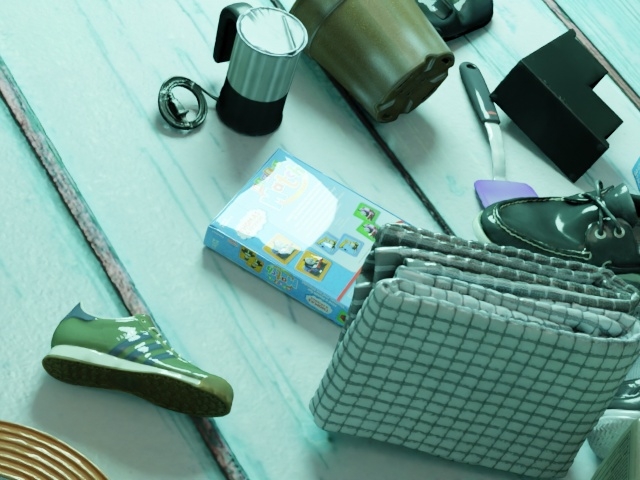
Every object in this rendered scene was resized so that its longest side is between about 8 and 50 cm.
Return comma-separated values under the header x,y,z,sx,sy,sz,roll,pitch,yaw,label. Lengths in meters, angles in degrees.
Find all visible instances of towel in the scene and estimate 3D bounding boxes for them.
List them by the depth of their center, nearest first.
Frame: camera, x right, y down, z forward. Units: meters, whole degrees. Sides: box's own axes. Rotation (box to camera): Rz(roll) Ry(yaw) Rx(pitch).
x,y,z,sx,sy,sz,roll,pitch,yaw,label
0.150,0.112,1.421,0.283,0.235,0.121,13,44,-9,towel

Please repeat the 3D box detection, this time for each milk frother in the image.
x,y,z,sx,sy,sz,roll,pitch,yaw,label
-0.105,-0.195,1.668,0.129,0.135,0.143,37,49,15,milk frother

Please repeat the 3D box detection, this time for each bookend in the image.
x,y,z,sx,sy,sz,roll,pitch,yaw,label
0.323,-0.176,1.834,0.156,0.072,0.157,46,41,8,bookend

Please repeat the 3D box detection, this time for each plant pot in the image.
x,y,z,sx,sy,sz,roll,pitch,yaw,label
0.068,-0.244,1.761,0.167,0.167,0.165,-28,72,-35,plant pot

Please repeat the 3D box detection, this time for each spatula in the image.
x,y,z,sx,sy,sz,roll,pitch,yaw,label
0.216,-0.124,1.782,0.084,0.030,0.296,3,49,-17,spatula

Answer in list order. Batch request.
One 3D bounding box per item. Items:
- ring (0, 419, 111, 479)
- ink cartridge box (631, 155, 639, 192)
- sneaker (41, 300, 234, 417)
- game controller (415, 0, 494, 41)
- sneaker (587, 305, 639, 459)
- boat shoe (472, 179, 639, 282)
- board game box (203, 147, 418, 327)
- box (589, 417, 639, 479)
x,y,z,sx,sy,sz,roll,pitch,yaw,label
-0.314,0.301,1.244,0.336,0.032,0.337,9,49,-10,ring
0.453,-0.107,1.742,0.061,0.181,0.104,3,49,-16,ink cartridge box
-0.174,0.111,1.427,0.192,0.064,0.086,14,53,-2,sneaker
0.094,-0.387,1.960,0.319,0.067,0.166,45,37,20,game controller
0.397,0.128,1.528,0.268,0.101,0.153,-20,45,6,sneaker
0.340,-0.015,1.640,0.340,0.113,0.127,12,42,-20,boat shoe
0.000,0.000,1.599,0.211,0.039,0.160,31,48,9,board game box
0.320,0.341,1.340,0.121,0.148,0.311,17,49,-4,box
